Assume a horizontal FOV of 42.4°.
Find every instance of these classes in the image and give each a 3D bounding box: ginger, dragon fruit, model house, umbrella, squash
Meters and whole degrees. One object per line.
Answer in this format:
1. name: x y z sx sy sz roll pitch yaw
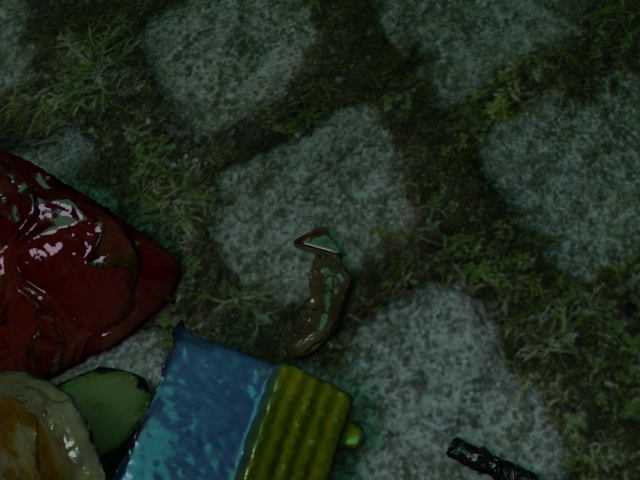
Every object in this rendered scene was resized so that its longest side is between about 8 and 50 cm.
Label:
1. ginger: 0.001 0.100 1.260 0.069 0.051 0.174 13 66 18
2. dragon fruit: -0.415 0.071 1.239 0.286 0.228 0.329 27 70 17
3. model house: -0.104 0.276 1.112 0.303 0.215 0.237 18 68 3
4. umbrella: 0.243 0.313 1.132 0.143 0.040 0.037 23 62 16
5. squash: -0.331 0.278 1.221 0.191 0.085 0.184 14 38 32

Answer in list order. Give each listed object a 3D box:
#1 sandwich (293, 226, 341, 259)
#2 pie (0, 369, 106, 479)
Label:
1. sandwich: 0.000 0.000 1.316 0.083 0.031 0.044 14 73 12
2. pie: -0.371 0.320 1.091 0.077 0.339 0.339 -23 58 -43
